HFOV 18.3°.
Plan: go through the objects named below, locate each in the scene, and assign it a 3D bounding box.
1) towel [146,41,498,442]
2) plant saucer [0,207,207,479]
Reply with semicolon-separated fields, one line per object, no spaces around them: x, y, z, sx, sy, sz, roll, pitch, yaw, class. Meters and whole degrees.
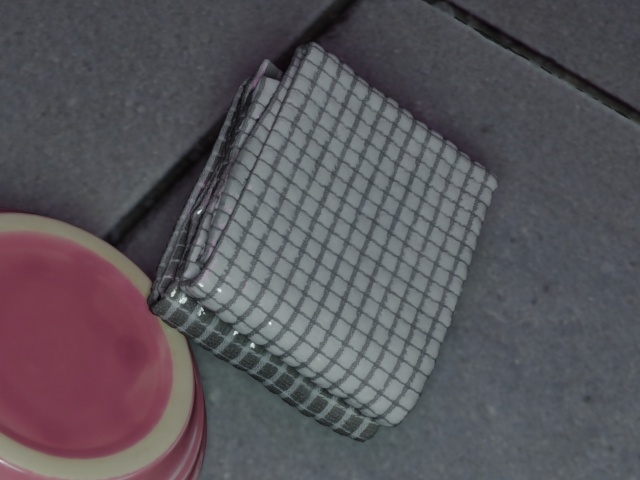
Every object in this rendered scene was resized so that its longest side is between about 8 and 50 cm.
0.000;0.000;1.693;0.235;0.121;0.283;34;54;-19;towel
-0.230;0.101;1.584;0.332;0.084;0.332;21;46;-22;plant saucer
